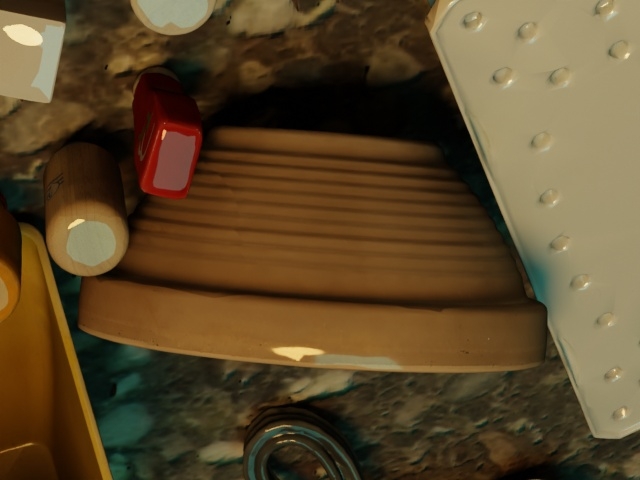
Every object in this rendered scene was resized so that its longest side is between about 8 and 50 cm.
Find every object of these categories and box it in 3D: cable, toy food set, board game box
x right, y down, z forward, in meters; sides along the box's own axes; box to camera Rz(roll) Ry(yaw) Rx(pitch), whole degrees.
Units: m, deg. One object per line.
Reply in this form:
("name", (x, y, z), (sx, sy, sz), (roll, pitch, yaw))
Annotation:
("cable", (0.053, 0.213, 1.242), (0.287, 0.072, 0.139), (36, 114, -11))
("toy food set", (-0.114, -0.077, 0.911), (0.111, 0.104, 0.232), (9, 114, -13))
("board game box", (0.273, -0.087, 0.990), (0.390, 0.050, 0.390), (-26, 139, 2))

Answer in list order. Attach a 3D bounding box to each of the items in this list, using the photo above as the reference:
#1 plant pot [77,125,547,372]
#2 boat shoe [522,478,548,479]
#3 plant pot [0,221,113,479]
("plant pot", (0.000, 0.000, 0.971), (0.237, 0.237, 0.109), (4, 92, -28))
("boat shoe", (0.068, 0.283, 1.352), (0.324, 0.116, 0.097), (-49, 175, 10))
("plant pot", (-0.210, 0.149, 1.018), (0.212, 0.212, 0.187), (-18, 152, -6))
